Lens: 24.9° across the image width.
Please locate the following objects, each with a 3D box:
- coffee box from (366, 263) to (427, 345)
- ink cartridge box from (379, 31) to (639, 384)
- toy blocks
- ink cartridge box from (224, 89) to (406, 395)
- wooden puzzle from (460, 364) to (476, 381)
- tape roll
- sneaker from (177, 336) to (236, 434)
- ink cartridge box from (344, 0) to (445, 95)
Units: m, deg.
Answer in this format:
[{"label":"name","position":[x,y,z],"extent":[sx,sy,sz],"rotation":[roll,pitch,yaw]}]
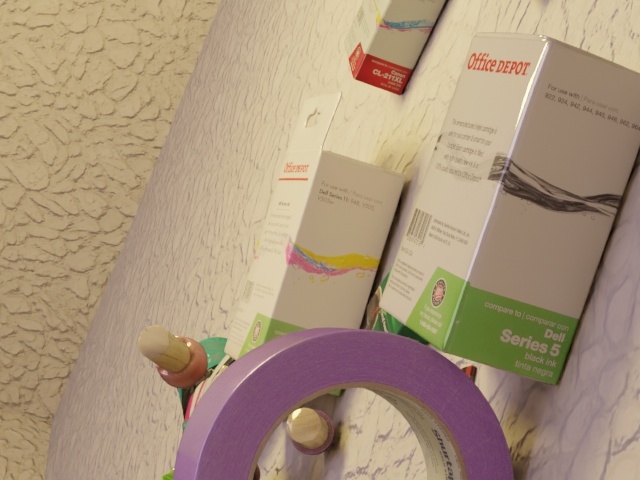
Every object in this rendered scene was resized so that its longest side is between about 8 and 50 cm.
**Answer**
[{"label":"coffee box","position":[0.102,0.055,1.544],"extent":[0.113,0.040,0.184],"rotation":[-88,22,-46]},{"label":"ink cartridge box","position":[0.169,-0.035,1.272],"extent":[0.198,0.115,0.273],"rotation":[-145,74,-74]},{"label":"toy blocks","position":[-0.117,0.304,1.793],"extent":[0.288,0.309,0.260],"rotation":[-63,-20,-10]},{"label":"ink cartridge box","position":[0.000,0.000,1.817],"extent":[0.207,0.119,0.353],"rotation":[-168,96,-76]},{"label":"wooden puzzle","position":[0.132,0.148,1.395],"extent":[0.083,0.006,0.049],"rotation":[146,140,-66]},{"label":"tape roll","position":[0.019,0.210,1.207],"extent":[0.090,0.275,0.275],"rotation":[176,111,-74]},{"label":"sneaker","position":[-0.127,0.191,2.062],"extent":[0.178,0.124,0.295],"rotation":[-103,32,-46]},{"label":"ink cartridge box","position":[0.102,-0.299,1.895],"extent":[0.127,0.072,0.175],"rotation":[-98,30,-59]}]
